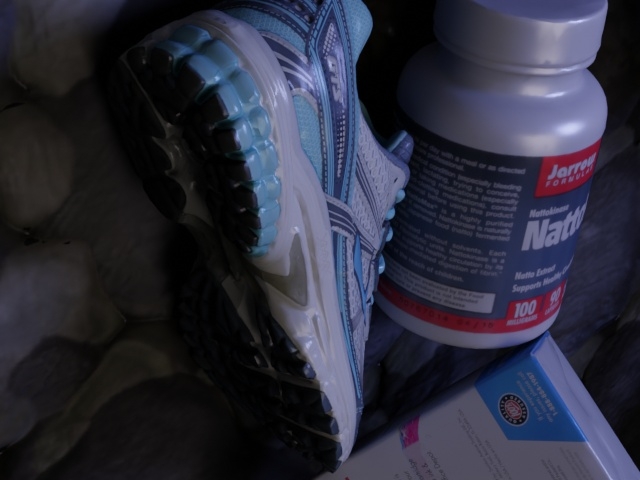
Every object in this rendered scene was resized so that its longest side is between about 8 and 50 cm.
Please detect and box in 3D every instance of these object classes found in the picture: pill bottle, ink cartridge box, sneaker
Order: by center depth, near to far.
[{"bbox_3d":[0.000,0.000,0.658,0.122,0.110,0.283,-39,142,-26],"label":"sneaker"},{"bbox_3d":[0.087,-0.045,0.697,0.108,0.108,0.180,-16,129,-33],"label":"pill bottle"},{"bbox_3d":[0.071,0.141,0.743,0.181,0.104,0.061,-33,178,20],"label":"ink cartridge box"}]
